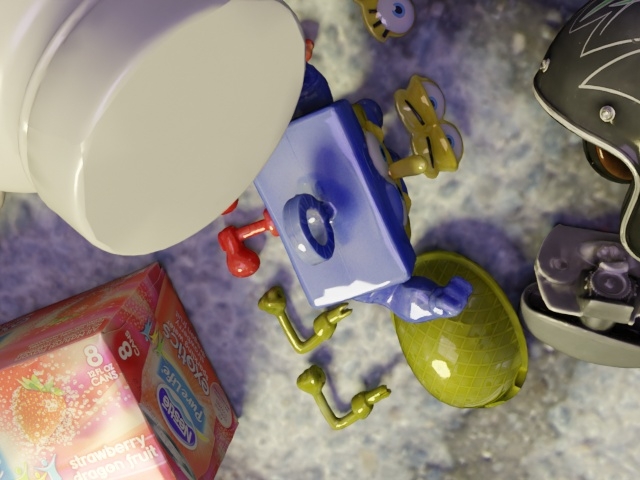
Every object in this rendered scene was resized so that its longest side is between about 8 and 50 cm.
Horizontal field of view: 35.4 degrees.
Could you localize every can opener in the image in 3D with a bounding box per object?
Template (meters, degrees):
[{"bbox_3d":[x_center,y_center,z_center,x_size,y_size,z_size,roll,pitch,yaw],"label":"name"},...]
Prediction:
[{"bbox_3d":[0.283,0.053,0.694,0.283,0.076,0.095,11,141,4],"label":"can opener"}]

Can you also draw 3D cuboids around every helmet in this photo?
[{"bbox_3d":[0.219,-0.082,0.599,0.169,0.169,0.162,-15,121,12],"label":"helmet"}]

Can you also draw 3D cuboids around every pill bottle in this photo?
[{"bbox_3d":[-0.173,-0.145,0.522,0.334,0.188,0.188,40,111,23],"label":"pill bottle"}]

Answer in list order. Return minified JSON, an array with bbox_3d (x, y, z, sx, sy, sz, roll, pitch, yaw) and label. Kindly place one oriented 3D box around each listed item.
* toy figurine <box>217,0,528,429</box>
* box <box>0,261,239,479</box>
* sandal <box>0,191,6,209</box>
[{"bbox_3d":[0.000,0.000,0.622,0.191,0.217,0.363,-19,102,14],"label":"toy figurine"},{"bbox_3d":[-0.234,0.150,0.745,0.300,0.142,0.154,-20,103,13],"label":"box"},{"bbox_3d":[-0.299,-0.036,0.713,0.169,0.102,0.416,43,96,11],"label":"sandal"}]
